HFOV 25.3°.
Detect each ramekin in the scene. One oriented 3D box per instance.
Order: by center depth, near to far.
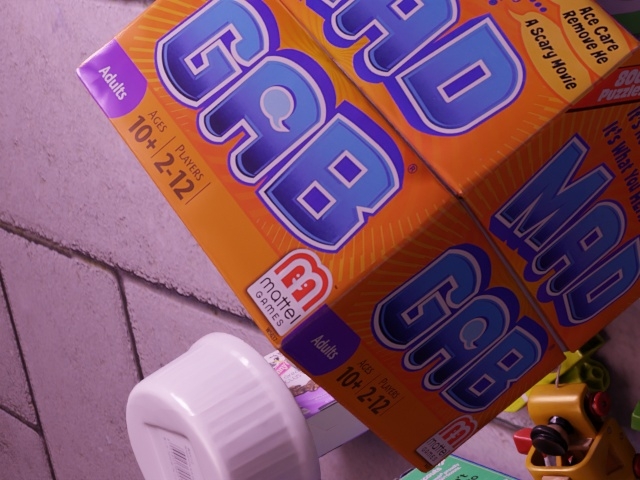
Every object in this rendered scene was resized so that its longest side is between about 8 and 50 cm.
[{"bbox_3d":[-0.139,0.274,1.896,0.277,0.135,0.277,34,137,39],"label":"ramekin"}]

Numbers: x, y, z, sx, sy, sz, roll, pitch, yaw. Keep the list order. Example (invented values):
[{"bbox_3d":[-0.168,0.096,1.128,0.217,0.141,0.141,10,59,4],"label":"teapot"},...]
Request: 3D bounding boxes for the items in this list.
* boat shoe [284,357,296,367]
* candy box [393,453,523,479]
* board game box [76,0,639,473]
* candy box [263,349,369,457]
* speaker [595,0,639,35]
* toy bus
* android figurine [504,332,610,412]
[{"bbox_3d":[-0.044,0.063,1.987,0.081,0.069,0.227,-32,75,56],"label":"boat shoe"},{"bbox_3d":[0.241,0.439,1.794,0.317,0.122,0.268,12,121,50],"label":"candy box"},{"bbox_3d":[0.075,-0.075,1.286,0.356,0.356,0.356,52,-177,33],"label":"board game box"},{"bbox_3d":[-0.018,0.214,1.965,0.196,0.165,0.070,17,124,48],"label":"candy box"},{"bbox_3d":[0.235,-0.324,1.180,0.131,0.131,0.296,17,130,49],"label":"speaker"},{"bbox_3d":[0.281,0.241,1.577,0.202,0.104,0.191,27,143,13],"label":"toy bus"},{"bbox_3d":[0.227,0.095,1.648,0.248,0.056,0.273,54,145,15],"label":"android figurine"}]
